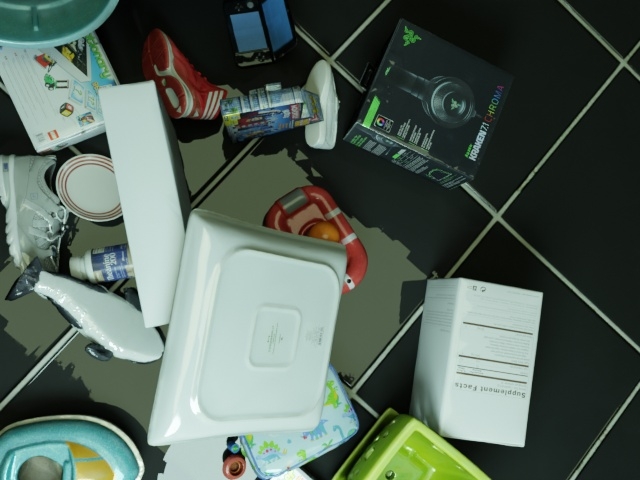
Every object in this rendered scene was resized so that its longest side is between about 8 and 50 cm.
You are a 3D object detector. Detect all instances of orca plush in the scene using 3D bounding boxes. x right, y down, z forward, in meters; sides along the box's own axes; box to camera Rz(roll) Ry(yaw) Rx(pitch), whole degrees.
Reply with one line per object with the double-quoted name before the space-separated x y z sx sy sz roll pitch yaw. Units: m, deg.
"orca plush" -0.431 0.152 1.048 0.287 0.102 0.151 27 49 -36

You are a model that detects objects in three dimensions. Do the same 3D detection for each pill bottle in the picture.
"pill bottle" -0.406 0.045 1.083 0.120 0.067 0.066 -10 87 -11

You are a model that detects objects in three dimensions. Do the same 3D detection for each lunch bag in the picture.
"lunch bag" -0.051 0.334 1.090 0.219 0.090 0.176 -22 72 -18

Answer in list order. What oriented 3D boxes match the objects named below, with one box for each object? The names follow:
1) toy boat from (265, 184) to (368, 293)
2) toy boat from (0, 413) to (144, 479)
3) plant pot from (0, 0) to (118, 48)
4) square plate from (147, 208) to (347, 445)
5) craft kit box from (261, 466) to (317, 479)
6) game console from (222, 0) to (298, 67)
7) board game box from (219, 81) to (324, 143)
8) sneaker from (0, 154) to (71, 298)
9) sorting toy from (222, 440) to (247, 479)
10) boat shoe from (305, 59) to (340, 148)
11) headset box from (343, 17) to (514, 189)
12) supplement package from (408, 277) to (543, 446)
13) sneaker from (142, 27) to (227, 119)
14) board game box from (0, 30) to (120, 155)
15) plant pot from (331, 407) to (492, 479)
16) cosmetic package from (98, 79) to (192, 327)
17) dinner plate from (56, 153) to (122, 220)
"toy boat" 0.000 0.000 1.115 0.151 0.151 0.231 -34 92 -10
"toy boat" -0.450 0.470 1.000 0.268 0.148 0.317 0 85 -10
"plant pot" -0.523 -0.571 0.959 0.342 0.341 0.333 -11 61 -11
"square plate" -0.087 0.150 0.925 0.344 0.049 0.346 14 84 -44
"craft kit box" -0.056 0.591 1.108 0.247 0.061 0.249 41 80 -2
"game console" -0.125 -0.441 1.163 0.124 0.085 0.143 -13 87 -11
"board game box" -0.089 -0.252 1.090 0.194 0.194 0.060 -12 87 -6
"sneaker" -0.512 -0.031 1.053 0.116 0.105 0.281 -14 91 -16
"sorting toy" -0.158 0.413 1.115 0.061 0.042 0.102 49 67 -19
"boat shoe" 0.011 -0.280 1.189 0.063 0.066 0.184 8 77 -43
"headset box" 0.212 -0.280 1.185 0.283 0.131 0.246 25 81 -6
"supplement package" 0.303 0.231 1.135 0.176 0.177 0.292 11 84 -9
"sneaker" -0.269 -0.320 1.144 0.128 0.087 0.221 4 57 -50
"board game box" -0.513 -0.340 1.102 0.193 0.053 0.305 -25 90 -12
"plant pot" 0.160 0.466 1.077 0.228 0.207 0.227 41 81 -5
"cosmetic package" -0.279 -0.048 1.003 0.098 0.284 0.376 -12 87 -11
"dinner plate" -0.432 -0.100 1.095 0.141 0.017 0.141 14 64 -30
